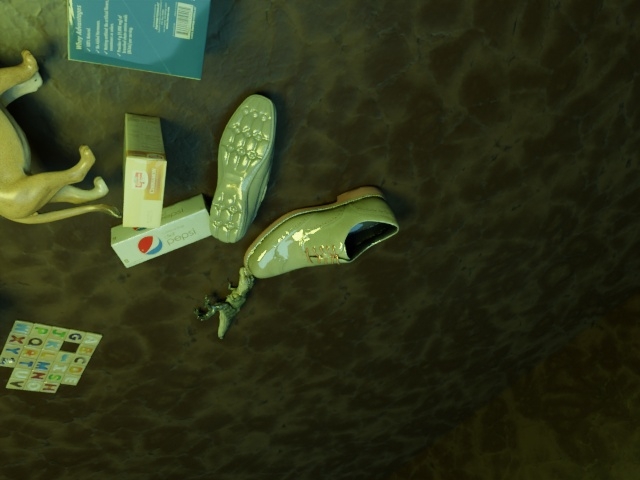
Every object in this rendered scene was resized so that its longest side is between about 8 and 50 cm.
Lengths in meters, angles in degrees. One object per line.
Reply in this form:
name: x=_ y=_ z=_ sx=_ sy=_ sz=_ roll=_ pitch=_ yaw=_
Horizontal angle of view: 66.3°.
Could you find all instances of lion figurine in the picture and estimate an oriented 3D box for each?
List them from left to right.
lion figurine: x=-0.531 y=-0.154 z=0.806 sx=0.240 sy=0.142 sz=0.392 roll=-35 pitch=108 yaw=-22

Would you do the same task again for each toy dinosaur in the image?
toy dinosaur: x=-0.262 y=0.180 z=1.293 sx=0.118 sy=0.064 sz=0.268 roll=7 pitch=127 yaw=-35

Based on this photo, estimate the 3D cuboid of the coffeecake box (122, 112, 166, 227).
coffeecake box: x=-0.336 y=-0.134 z=0.926 sx=0.068 sy=0.186 sz=0.143 roll=2 pitch=126 yaw=-24

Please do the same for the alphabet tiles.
alphabet tiles: x=-0.697 y=0.303 z=1.244 sx=0.198 sy=0.009 sz=0.237 roll=20 pitch=117 yaw=-33

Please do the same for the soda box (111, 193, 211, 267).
soda box: x=-0.346 y=-0.023 z=1.089 sx=0.216 sy=0.069 sz=0.074 roll=-22 pitch=132 yaw=-6

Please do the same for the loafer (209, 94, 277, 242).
loafer: x=-0.161 y=-0.151 z=1.048 sx=0.111 sy=0.111 sz=0.320 roll=22 pitch=108 yaw=4

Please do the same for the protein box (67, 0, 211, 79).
protein box: x=-0.286 y=-0.388 z=0.778 sx=0.201 sy=0.136 sz=0.200 roll=1 pitch=126 yaw=-23

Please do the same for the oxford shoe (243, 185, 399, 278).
oxford shoe: x=0.000 y=0.000 z=1.196 sx=0.396 sy=0.147 sz=0.141 roll=-27 pitch=132 yaw=0
